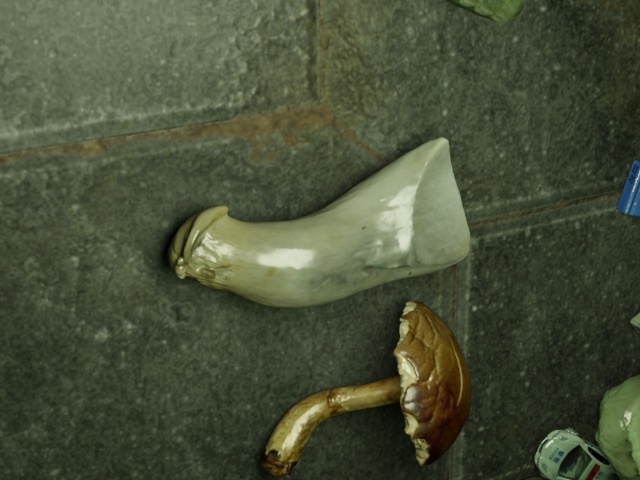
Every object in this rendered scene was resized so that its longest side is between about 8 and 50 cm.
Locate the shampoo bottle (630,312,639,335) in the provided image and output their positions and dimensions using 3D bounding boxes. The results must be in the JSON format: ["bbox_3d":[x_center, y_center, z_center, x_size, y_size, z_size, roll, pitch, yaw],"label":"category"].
[{"bbox_3d":[0.661,0.084,1.814,0.284,0.071,0.153,-47,121,-6],"label":"shampoo bottle"}]

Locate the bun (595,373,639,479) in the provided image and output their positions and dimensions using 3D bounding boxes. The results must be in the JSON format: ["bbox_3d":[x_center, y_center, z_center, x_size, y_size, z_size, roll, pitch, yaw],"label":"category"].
[{"bbox_3d":[0.539,0.319,1.810,0.195,0.118,0.195,-1,93,-35],"label":"bun"}]

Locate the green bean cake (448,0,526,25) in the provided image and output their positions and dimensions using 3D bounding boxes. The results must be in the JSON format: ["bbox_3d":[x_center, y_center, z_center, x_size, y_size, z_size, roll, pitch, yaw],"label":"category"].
[{"bbox_3d":[0.203,-0.387,1.364,0.185,0.094,0.183,16,101,-32],"label":"green bean cake"}]

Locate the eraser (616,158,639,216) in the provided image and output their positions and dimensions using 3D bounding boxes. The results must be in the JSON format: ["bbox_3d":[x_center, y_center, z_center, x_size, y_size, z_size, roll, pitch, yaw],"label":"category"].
[{"bbox_3d":[0.509,-0.080,1.689,0.063,0.027,0.084,9,106,-31],"label":"eraser"}]

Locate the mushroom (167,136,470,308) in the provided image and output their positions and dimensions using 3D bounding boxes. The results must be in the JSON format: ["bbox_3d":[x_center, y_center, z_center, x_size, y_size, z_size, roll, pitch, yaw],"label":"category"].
[{"bbox_3d":[-0.001,0.000,1.402,0.397,0.126,0.177,-19,108,-19],"label":"mushroom"}]

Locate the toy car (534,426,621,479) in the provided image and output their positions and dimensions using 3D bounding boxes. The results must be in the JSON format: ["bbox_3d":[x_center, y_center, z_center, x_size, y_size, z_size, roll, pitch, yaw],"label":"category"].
[{"bbox_3d":[0.448,0.388,1.835,0.205,0.056,0.095,30,95,-35],"label":"toy car"}]

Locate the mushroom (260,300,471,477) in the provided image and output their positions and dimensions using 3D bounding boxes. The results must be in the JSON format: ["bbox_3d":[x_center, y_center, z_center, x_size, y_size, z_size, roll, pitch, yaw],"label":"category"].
[{"bbox_3d":[0.076,0.207,1.512,0.302,0.208,0.233,0,70,-17],"label":"mushroom"}]
